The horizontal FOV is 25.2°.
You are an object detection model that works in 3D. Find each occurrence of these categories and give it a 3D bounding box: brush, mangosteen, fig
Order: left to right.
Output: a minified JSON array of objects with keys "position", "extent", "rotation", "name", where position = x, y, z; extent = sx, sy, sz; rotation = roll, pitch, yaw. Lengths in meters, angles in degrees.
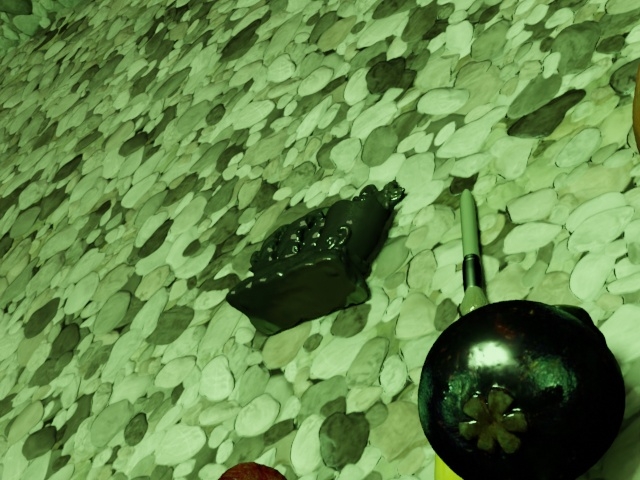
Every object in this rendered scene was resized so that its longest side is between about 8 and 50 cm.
[{"position":[-0.104,0.343,1.805],"extent":[0.153,0.119,0.119],"rotation":[-19,38,37],"name":"fig"},{"position":[0.198,0.018,1.912],"extent":[0.042,0.039,0.299],"rotation":[-33,30,23],"name":"brush"},{"position":[0.217,0.164,1.543],"extent":[0.243,0.243,0.243],"rotation":[-32,32,23],"name":"mangosteen"}]

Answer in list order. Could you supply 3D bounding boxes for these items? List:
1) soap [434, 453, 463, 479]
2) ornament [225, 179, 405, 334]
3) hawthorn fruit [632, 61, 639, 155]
[{"position":[0.169,0.238,1.671],"extent":[0.089,0.033,0.168],"rotation":[-28,33,24],"name":"soap"},{"position":[0.000,0.000,2.141],"extent":[0.251,0.106,0.260],"rotation":[-21,32,33],"name":"ornament"},{"position":[0.461,-0.131,1.563],"extent":[0.298,0.277,0.277],"rotation":[-54,24,25],"name":"hawthorn fruit"}]
